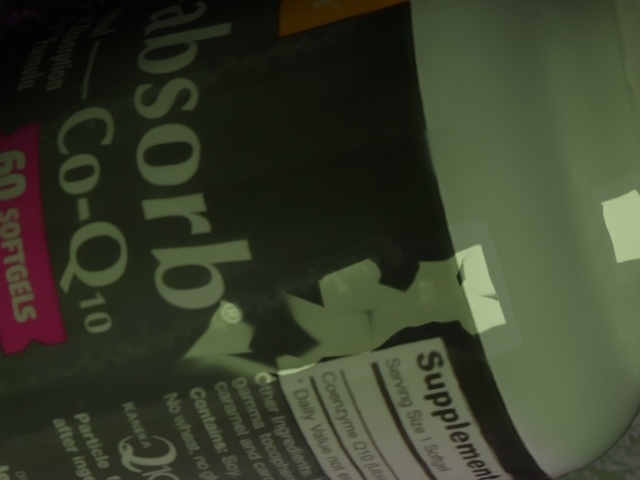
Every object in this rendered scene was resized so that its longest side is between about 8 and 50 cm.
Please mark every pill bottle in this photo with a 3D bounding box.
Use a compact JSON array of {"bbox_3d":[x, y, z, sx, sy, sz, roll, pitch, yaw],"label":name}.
[{"bbox_3d":[0.000,0.000,0.533,0.278,0.162,0.162,-14,121,15],"label":"pill bottle"}]
